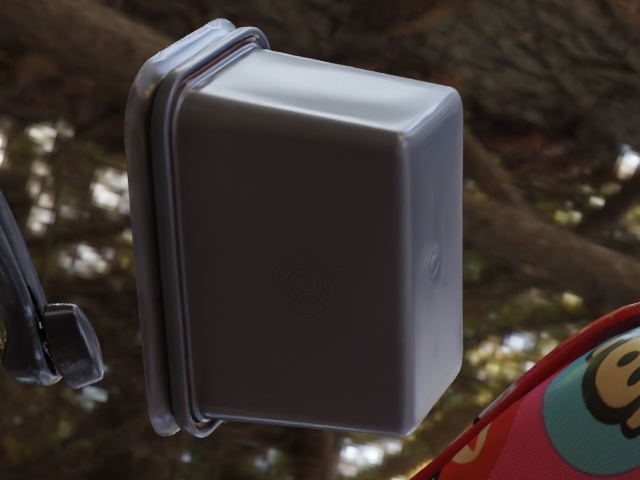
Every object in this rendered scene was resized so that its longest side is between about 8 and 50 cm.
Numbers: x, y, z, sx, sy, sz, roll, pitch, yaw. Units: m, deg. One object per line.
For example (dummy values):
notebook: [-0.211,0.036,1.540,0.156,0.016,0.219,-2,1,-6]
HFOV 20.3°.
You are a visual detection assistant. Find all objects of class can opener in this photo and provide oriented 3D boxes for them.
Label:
can opener: [-0.212,0.027,1.246,0.073,0.186,0.059,-20,-152,1]

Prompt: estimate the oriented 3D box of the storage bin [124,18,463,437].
storage bin: [0.000,0.000,0.598,0.091,0.098,0.135,9,-65,22]

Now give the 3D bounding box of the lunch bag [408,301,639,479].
lunch bag: [0.071,0.186,0.402,0.258,0.120,0.293,-46,-140,18]
